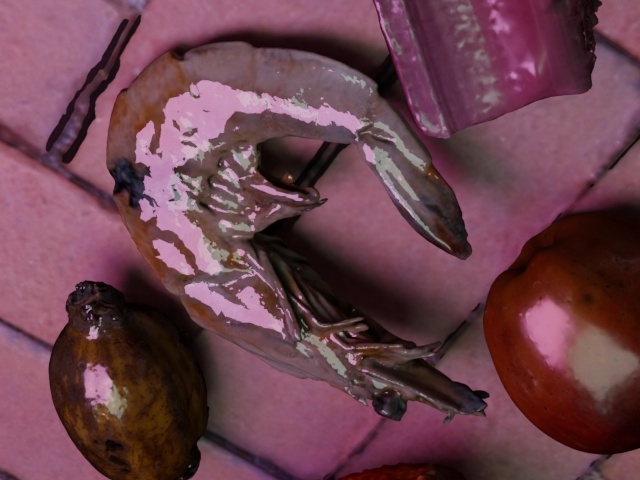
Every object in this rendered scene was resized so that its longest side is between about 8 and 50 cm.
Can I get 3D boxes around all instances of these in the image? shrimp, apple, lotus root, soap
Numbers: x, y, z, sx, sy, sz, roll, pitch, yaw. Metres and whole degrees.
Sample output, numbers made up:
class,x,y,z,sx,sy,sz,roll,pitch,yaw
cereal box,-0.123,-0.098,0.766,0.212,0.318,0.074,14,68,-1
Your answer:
class,x,y,z,sx,sy,sz,roll,pitch,yaw
shrimp,0.000,0.000,1.169,0.360,0.085,0.247,43,122,-5
apple,0.197,0.067,1.151,0.158,0.147,0.156,36,145,-13
lotus root,-0.155,0.117,1.271,0.120,0.120,0.209,-9,124,17
soap,0.072,-0.245,0.913,0.127,0.220,0.325,-10,123,13

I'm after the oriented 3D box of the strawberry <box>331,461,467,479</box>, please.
class,x,y,z,sx,sy,sz,roll,pitch,yaw
strawberry,0.036,0.294,1.291,0.257,0.257,0.277,29,110,-9
